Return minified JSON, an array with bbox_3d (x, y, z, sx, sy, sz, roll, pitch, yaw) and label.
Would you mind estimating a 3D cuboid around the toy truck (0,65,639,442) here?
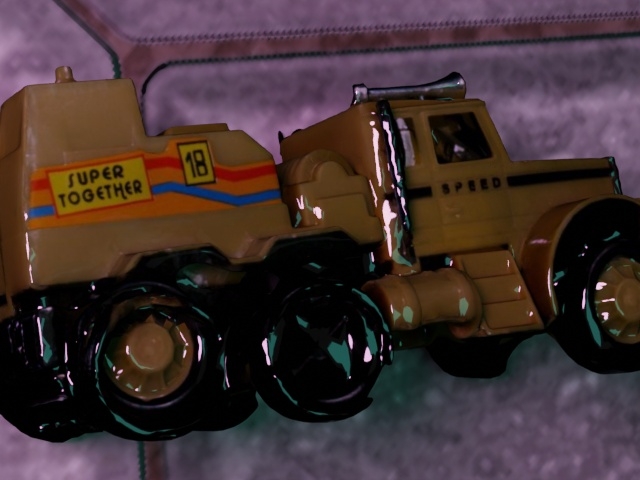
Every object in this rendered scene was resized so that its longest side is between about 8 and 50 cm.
[{"bbox_3d":[0.002,0.004,0.618,0.257,0.127,0.127,-2,82,-27],"label":"toy truck"}]
